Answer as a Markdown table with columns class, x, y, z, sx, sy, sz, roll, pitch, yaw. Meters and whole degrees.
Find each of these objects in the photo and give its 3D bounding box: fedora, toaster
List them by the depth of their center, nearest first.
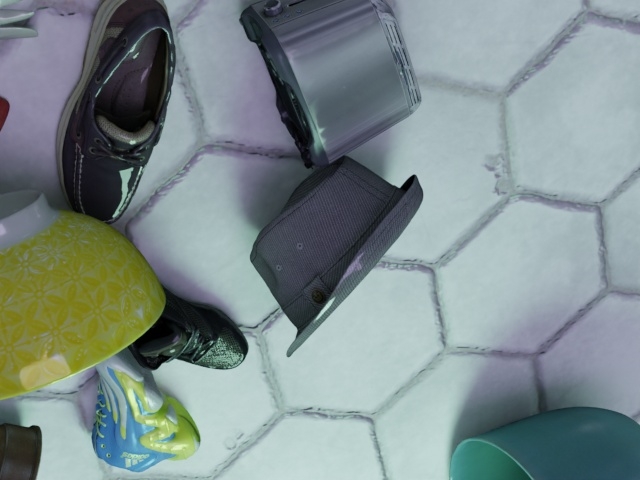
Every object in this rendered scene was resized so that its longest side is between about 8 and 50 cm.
| class | x | y | z | sx | sy | sz | roll | pitch | yaw |
| --- | --- | --- | --- | --- | --- | --- | --- | --- | --- |
| toaster | 0.018 | -0.189 | 1.392 | 0.146 | 0.129 | 0.227 | -27 | 128 | -5 |
| fedora | 0.000 | 0.000 | 1.482 | 0.124 | 0.244 | 0.275 | 39 | 140 | -2 |

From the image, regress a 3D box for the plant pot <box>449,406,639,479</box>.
| class | x | y | z | sx | sy | sz | roll | pitch | yaw |
| --- | --- | --- | --- | --- | --- | --- | --- | --- | --- |
| plant pot | 0.367 | 0.374 | 1.806 | 0.235 | 0.293 | 0.293 | -22 | 128 | -24 |

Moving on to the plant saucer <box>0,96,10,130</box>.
| class | x | y | z | sx | sy | sz | roll | pitch | yaw |
| --- | --- | --- | --- | --- | --- | --- | --- | --- | --- |
| plant saucer | -0.471 | -0.057 | 1.281 | 0.259 | 0.048 | 0.258 | 16 | 111 | -48 |

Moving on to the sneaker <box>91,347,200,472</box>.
| class | x | y | z | sx | sy | sz | roll | pitch | yaw |
| --- | --- | --- | --- | --- | --- | --- | --- | --- | --- |
| sneaker | -0.252 | 0.222 | 1.578 | 0.126 | 0.091 | 0.240 | -31 | 128 | 1 |

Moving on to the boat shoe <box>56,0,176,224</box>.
| class | x | y | z | sx | sy | sz | roll | pitch | yaw |
| --- | --- | --- | --- | --- | --- | --- | --- | --- | --- |
| boat shoe | -0.220 | -0.132 | 1.357 | 0.102 | 0.092 | 0.285 | 6 | 120 | -26 |

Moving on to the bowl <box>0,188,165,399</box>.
| class | x | y | z | sx | sy | sz | roll | pitch | yaw |
| --- | --- | --- | --- | --- | --- | --- | --- | --- | --- |
| bowl | -0.326 | 0.038 | 1.332 | 0.289 | 0.289 | 0.156 | -20 | 110 | -8 |

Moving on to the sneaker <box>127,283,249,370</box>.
| class | x | y | z | sx | sy | sz | roll | pitch | yaw |
| --- | --- | --- | --- | --- | --- | --- | --- | --- | --- |
| sneaker | -0.170 | 0.122 | 1.522 | 0.087 | 0.130 | 0.227 | -43 | 128 | 11 |

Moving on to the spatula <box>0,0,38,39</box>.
| class | x | y | z | sx | sy | sz | roll | pitch | yaw |
| --- | --- | --- | --- | --- | --- | --- | --- | --- | --- |
| spatula | -0.398 | -0.215 | 1.215 | 0.242 | 0.168 | 0.019 | -6 | 88 | -13 |

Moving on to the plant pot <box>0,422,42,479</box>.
| class | x | y | z | sx | sy | sz | roll | pitch | yaw |
| --- | --- | --- | --- | --- | --- | --- | --- | --- | --- |
| plant pot | -0.445 | 0.282 | 1.510 | 0.165 | 0.167 | 0.167 | 21 | 112 | -21 |
